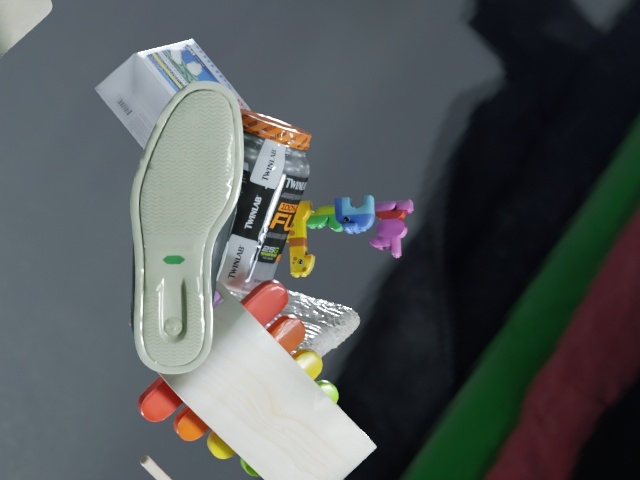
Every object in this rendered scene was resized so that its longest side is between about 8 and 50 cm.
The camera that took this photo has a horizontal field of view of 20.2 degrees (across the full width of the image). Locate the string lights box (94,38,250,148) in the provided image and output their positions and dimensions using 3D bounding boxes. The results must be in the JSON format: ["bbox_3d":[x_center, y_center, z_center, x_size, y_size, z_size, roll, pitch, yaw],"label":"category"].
[{"bbox_3d":[-0.190,-0.184,2.369,0.076,0.133,0.259,-39,-179,16],"label":"string lights box"}]

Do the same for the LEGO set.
[{"bbox_3d":[0.000,0.000,2.268,0.087,0.227,0.093,32,54,-75],"label":"LEGO set"}]

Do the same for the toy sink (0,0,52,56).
[{"bbox_3d":[-0.424,-0.213,1.883,0.234,0.153,0.131,-49,-168,-31],"label":"toy sink"}]

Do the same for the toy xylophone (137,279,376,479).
[{"bbox_3d":[-0.078,0.203,1.976,0.236,0.323,0.081,-37,-144,-8],"label":"toy xylophone"}]

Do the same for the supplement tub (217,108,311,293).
[{"bbox_3d":[-0.083,-0.045,2.018,0.117,0.117,0.190,-126,-125,-76],"label":"supplement tub"}]

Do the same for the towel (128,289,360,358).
[{"bbox_3d":[-0.104,0.106,2.475,0.187,0.282,0.049,-37,135,-57],"label":"towel"}]

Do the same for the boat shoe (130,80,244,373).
[{"bbox_3d":[-0.110,-0.016,1.421,0.079,0.084,0.233,-104,-157,-74],"label":"boat shoe"}]
